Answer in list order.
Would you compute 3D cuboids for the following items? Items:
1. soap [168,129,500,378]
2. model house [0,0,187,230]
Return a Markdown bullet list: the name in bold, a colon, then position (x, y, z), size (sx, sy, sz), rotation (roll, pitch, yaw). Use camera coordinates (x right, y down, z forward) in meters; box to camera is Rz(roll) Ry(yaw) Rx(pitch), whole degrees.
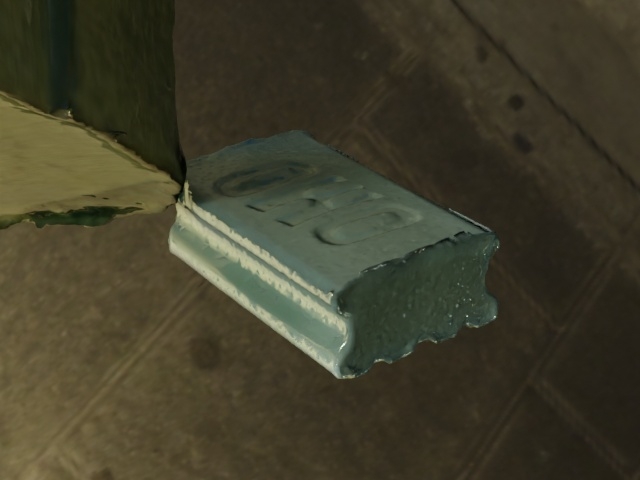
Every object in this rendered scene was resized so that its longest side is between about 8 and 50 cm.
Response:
- **soap**: position (0.000, 0.000, 0.780), size (0.114, 0.198, 0.063), rotation (-19, 120, -29)
- **model house**: position (-0.220, -0.158, 0.686), size (0.321, 0.261, 0.266), rotation (29, 60, -68)
